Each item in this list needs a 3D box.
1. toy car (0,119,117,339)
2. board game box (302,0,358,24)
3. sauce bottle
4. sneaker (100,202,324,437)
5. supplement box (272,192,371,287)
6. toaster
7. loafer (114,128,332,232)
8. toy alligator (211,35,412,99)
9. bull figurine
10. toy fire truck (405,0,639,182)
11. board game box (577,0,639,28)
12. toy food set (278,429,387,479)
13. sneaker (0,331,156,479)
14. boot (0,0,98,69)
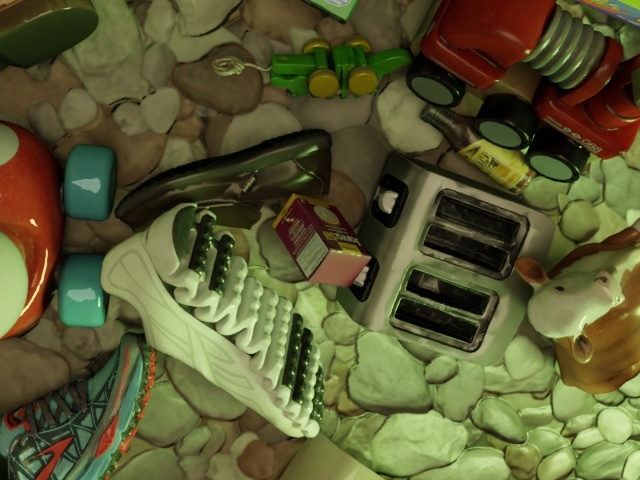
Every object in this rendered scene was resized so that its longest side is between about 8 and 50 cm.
[{"bbox_3d":[-0.300,0.008,0.730,0.219,0.238,0.210,5,101,-8],"label":"toy car"},{"bbox_3d":[-0.066,-0.357,0.730,0.317,0.046,0.213,27,99,-9],"label":"board game box"},{"bbox_3d":[0.157,-0.097,0.862,0.128,0.042,0.042,33,97,-10],"label":"sauce bottle"},{"bbox_3d":[-0.094,0.092,0.838,0.118,0.110,0.292,-21,122,24],"label":"sneaker"},{"bbox_3d":[0.000,0.000,0.807,0.055,0.083,0.043,11,124,-42],"label":"supplement box"},{"bbox_3d":[0.125,0.022,0.846,0.186,0.110,0.168,20,100,-9],"label":"toaster"},{"bbox_3d":[-0.087,-0.043,0.824,0.220,0.080,0.078,-17,103,-3],"label":"loafer"},{"bbox_3d":[-0.008,-0.158,0.827,0.190,0.056,0.051,-5,143,-5],"label":"toy alligator"},{"bbox_3d":[0.281,0.057,0.808,0.188,0.310,0.101,-32,62,1],"label":"bull figurine"},{"bbox_3d":[0.207,-0.148,0.730,0.217,0.246,0.158,31,75,-12],"label":"toy fire truck"},{"bbox_3d":[0.416,-0.296,0.828,0.347,0.078,0.233,19,99,-10],"label":"board game box"},{"bbox_3d":[0.056,0.379,0.938,0.306,0.092,0.219,36,84,-14],"label":"toy food set"},{"bbox_3d":[-0.257,0.194,0.845,0.125,0.104,0.261,29,97,-9],"label":"sneaker"},{"bbox_3d":[-0.361,-0.187,0.766,0.306,0.112,0.115,-25,84,-5],"label":"boot"}]
